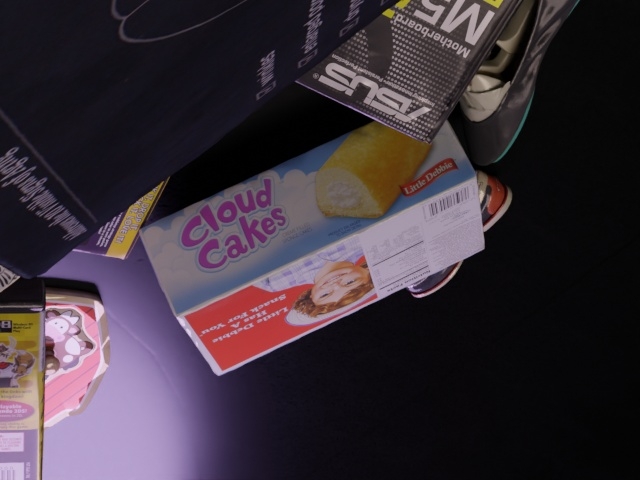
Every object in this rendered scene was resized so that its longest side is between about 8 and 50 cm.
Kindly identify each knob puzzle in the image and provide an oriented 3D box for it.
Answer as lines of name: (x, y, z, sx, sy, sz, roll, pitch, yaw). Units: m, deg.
knob puzzle: (-0.266, 0.112, 1.209, 0.213, 0.030, 0.213, -13, 133, -14)

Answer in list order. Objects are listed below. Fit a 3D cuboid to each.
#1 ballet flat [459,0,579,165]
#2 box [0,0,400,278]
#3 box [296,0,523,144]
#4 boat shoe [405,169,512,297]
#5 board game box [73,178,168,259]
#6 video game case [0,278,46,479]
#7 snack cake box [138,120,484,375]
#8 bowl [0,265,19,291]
ballet flat: (0.149, -0.156, 1.129, 0.074, 0.074, 0.203, 9, 119, -31)
box: (-0.055, -0.250, 0.571, 0.472, 0.297, 0.480, -39, 177, -7)
box: (0.012, -0.215, 0.951, 0.270, 0.060, 0.216, 25, 118, -15)
boat shoe: (0.116, -0.006, 1.265, 0.043, 0.049, 0.137, 26, 113, -36)
board game box: (-0.184, -0.072, 1.066, 0.141, 0.048, 0.170, 10, 125, -34)
video game case: (-0.368, 0.133, 1.148, 0.275, 0.035, 0.248, 0, 131, -12)
snack cake box: (0.000, 0.000, 1.158, 0.264, 0.089, 0.152, -25, 156, -2)
bowl: (-0.215, -0.035, 0.971, 0.080, 0.170, 0.170, 46, 107, 1)
